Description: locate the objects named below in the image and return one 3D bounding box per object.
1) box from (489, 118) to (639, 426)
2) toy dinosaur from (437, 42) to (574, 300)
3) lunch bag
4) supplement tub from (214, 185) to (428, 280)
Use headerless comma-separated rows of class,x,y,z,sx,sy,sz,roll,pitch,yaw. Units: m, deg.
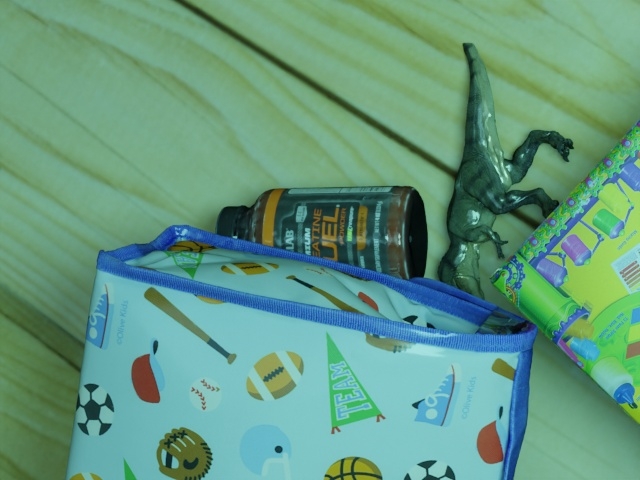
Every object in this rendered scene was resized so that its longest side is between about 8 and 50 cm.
box,0.360,0.029,1.573,0.279,0.177,0.290,45,98,14
toy dinosaur,0.177,-0.061,1.694,0.118,0.064,0.268,4,84,23
lunch bag,-0.013,0.185,1.592,0.385,0.239,0.328,12,104,15
supplement tub,0.000,0.000,1.715,0.198,0.106,0.106,-1,86,16
